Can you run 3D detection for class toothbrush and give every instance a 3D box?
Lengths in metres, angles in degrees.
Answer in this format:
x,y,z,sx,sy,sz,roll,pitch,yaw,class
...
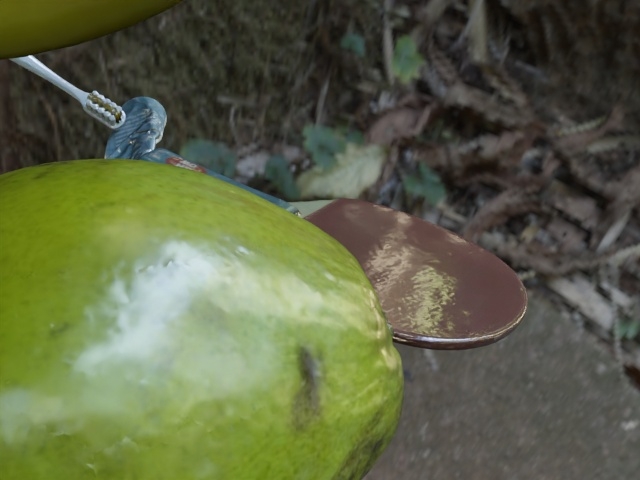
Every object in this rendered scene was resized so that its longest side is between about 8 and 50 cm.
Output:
x,y,z,sx,sy,sz,roll,pitch,yaw,class
-0.345,-0.214,1.513,0.342,0.030,0.025,33,76,4,toothbrush

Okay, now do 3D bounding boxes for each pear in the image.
x,y,z,sx,sy,sz,roll,pitch,yaw,class
-0.099,0.069,0.627,0.269,0.212,0.212,-17,64,-5,pear

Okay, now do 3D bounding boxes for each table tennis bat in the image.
x,y,z,sx,sy,sz,roll,pitch,yaw,class
0.000,0.000,0.923,0.274,0.021,0.154,24,29,22,table tennis bat

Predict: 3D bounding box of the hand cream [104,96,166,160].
x,y,z,sx,sy,sz,roll,pitch,yaw,class
-0.200,-0.087,1.461,0.075,0.052,0.248,-14,21,14,hand cream

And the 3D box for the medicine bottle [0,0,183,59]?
x,y,z,sx,sy,sz,roll,pitch,yaw,class
-0.106,-0.254,0.406,0.224,0.224,0.384,0,52,-9,medicine bottle
